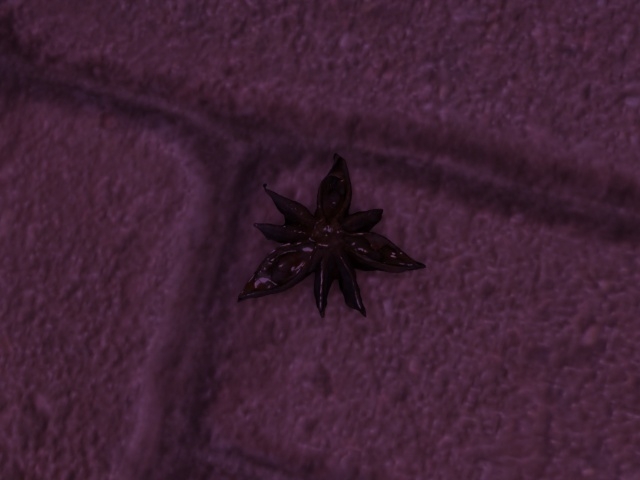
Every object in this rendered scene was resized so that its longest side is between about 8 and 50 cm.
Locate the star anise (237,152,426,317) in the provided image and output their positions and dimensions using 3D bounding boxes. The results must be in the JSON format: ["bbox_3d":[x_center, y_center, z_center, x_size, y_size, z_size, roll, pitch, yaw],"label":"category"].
[{"bbox_3d":[-0.007,0.009,0.922,0.129,0.056,0.124,-34,78,-15],"label":"star anise"}]
